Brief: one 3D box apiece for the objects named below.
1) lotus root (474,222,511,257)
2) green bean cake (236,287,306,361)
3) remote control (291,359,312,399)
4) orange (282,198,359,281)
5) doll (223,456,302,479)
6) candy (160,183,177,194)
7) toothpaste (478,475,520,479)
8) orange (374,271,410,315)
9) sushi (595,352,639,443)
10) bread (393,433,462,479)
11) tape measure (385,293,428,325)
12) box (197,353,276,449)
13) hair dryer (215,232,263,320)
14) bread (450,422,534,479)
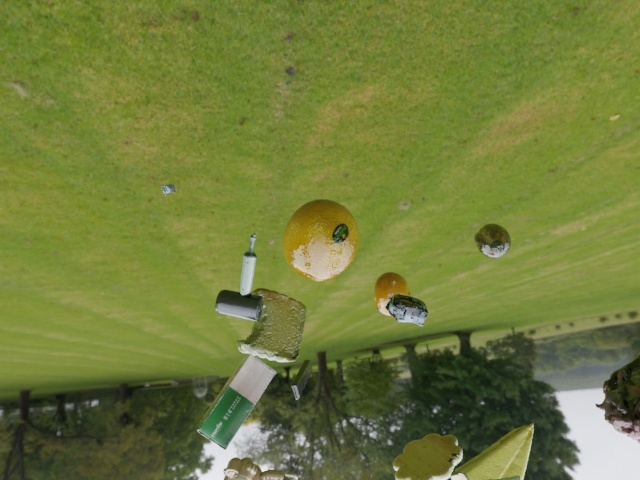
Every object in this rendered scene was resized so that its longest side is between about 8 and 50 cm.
[{"bbox_3d":[0.632,0.002,1.547,0.120,0.120,0.209,-10,-162,10],"label":"lotus root"},{"bbox_3d":[-0.185,0.312,1.546,0.233,0.236,0.124,24,152,-25],"label":"green bean cake"},{"bbox_3d":[-0.067,0.519,1.599,0.025,0.063,0.245,-13,-176,11],"label":"remote control"},{"bbox_3d":[0.000,0.000,1.211,0.237,0.236,0.236,-5,159,-2],"label":"orange"},{"bbox_3d":[-0.203,0.832,1.464,0.278,0.119,0.154,5,119,5],"label":"doll"},{"bbox_3d":[-0.405,-0.136,1.134,0.020,0.030,0.083,-20,-172,8],"label":"candy"},{"bbox_3d":[0.381,0.552,0.931,0.041,0.064,0.218,21,150,4],"label":"toothpaste"},{"bbox_3d":[0.251,0.187,1.479,0.124,0.156,0.156,5,161,13],"label":"orange"},{"bbox_3d":[0.776,0.345,0.936,0.270,0.171,0.236,-51,167,7],"label":"sushi"},{"bbox_3d":[0.454,0.935,1.799,0.316,0.054,0.316,-27,-176,2],"label":"bread"},{"bbox_3d":[0.199,0.156,0.960,0.091,0.054,0.094,12,-171,-8],"label":"tape measure"},{"bbox_3d":[-0.198,0.372,0.991,0.081,0.199,0.135,38,154,-2],"label":"box"},{"bbox_3d":[-0.169,0.077,0.945,0.101,0.197,0.057,12,-173,5],"label":"hair dryer"},{"bbox_3d":[0.523,0.652,1.171,0.264,0.163,0.167,-29,153,-9],"label":"bread"}]
